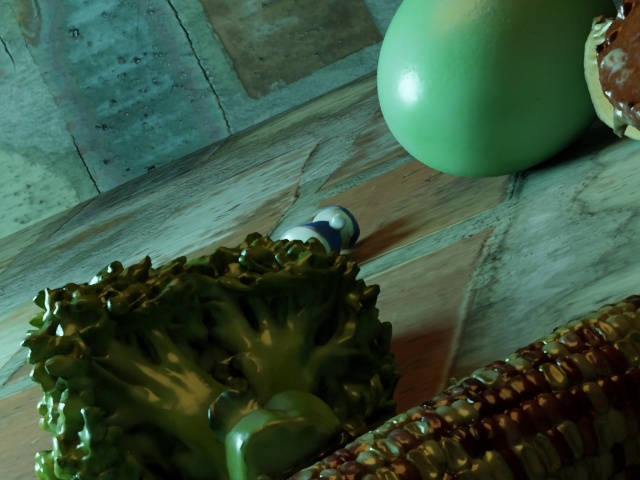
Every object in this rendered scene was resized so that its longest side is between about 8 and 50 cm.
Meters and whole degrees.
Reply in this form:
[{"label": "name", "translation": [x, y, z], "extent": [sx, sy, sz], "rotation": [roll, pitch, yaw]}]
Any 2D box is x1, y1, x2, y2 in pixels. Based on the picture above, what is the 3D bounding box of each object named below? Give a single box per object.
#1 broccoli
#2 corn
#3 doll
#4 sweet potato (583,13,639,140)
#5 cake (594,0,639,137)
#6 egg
[{"label": "broccoli", "translation": [-0.071, 0.077, 0.984], "extent": [0.242, 0.180, 0.273], "rotation": [-25, -11, -15]}, {"label": "corn", "translation": [0.088, 0.113, 0.851], "extent": [0.290, 0.098, 0.098], "rotation": [-27, 10, -23]}, {"label": "doll", "translation": [0.000, 0.000, 1.677], "extent": [0.099, 0.057, 0.143], "rotation": [-44, 0, 30]}, {"label": "sweet potato", "translation": [0.360, -0.203, 1.617], "extent": [0.131, 0.131, 0.336], "rotation": [-17, 13, 39]}, {"label": "cake", "translation": [0.333, -0.159, 1.208], "extent": [0.283, 0.151, 0.177], "rotation": [-49, 33, 8]}, {"label": "egg", "translation": [0.175, -0.177, 1.664], "extent": [0.269, 0.220, 0.220], "rotation": [-38, 15, -26]}]
